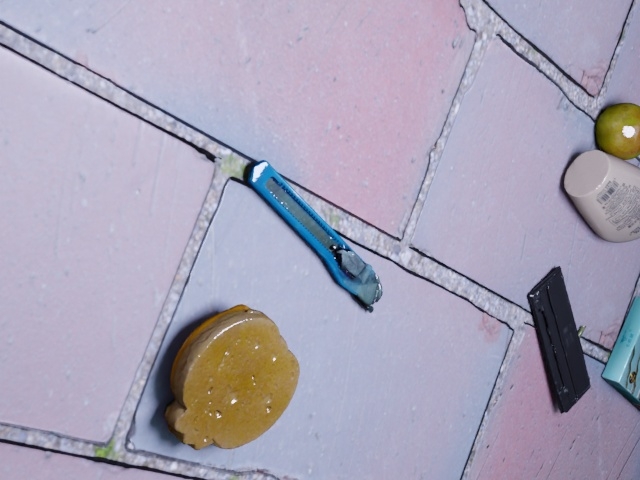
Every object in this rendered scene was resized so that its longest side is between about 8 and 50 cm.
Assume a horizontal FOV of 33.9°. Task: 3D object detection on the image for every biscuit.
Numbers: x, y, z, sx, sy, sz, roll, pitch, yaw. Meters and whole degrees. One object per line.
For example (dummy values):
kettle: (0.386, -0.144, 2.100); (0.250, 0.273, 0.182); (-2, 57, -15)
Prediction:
biscuit: (-0.104, 0.154, 1.145); (0.170, 0.050, 0.170); (-20, 122, -35)

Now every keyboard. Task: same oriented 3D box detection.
keyboard: (0.383, 0.160, 1.671); (0.087, 0.017, 0.250); (-40, 124, -29)

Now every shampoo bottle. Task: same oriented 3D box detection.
shampoo bottle: (0.473, -0.062, 1.656); (0.257, 0.078, 0.127); (28, 101, -47)

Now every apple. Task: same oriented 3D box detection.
apple: (0.472, -0.170, 1.630); (0.089, 0.074, 0.089); (-18, 115, -45)

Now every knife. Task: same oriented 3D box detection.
knife: (0.001, 0.001, 1.224); (0.044, 0.026, 0.296); (-51, 135, -7)

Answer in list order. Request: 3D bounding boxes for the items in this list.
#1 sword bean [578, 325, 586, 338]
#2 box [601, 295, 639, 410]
sword bean: (0.416, 0.176, 1.725); (0.012, 0.012, 0.083); (34, 78, -46)
box: (0.596, 0.218, 1.904); (0.229, 0.041, 0.162); (38, 74, -46)
